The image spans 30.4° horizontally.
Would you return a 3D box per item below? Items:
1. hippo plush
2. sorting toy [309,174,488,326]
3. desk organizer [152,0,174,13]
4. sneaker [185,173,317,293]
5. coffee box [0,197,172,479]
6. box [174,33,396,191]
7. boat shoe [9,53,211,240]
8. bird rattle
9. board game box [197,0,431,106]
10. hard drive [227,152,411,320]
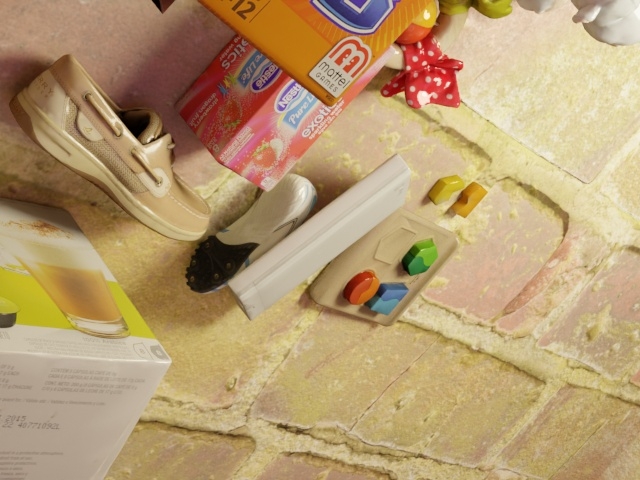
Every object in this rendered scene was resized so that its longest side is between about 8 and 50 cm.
[{"bbox_3d":[0.387,-0.401,1.601,0.234,0.236,0.294,-42,142,3],"label":"hippo plush"},{"bbox_3d":[0.146,0.014,1.972,0.307,0.041,0.229,-50,141,13],"label":"sorting toy"},{"bbox_3d":[-0.196,-0.310,1.298,0.050,0.130,0.047,-45,142,10],"label":"desk organizer"},{"bbox_3d":[-0.097,-0.001,1.726,0.237,0.085,0.086,-42,150,8],"label":"sneaker"},{"bbox_3d":[-0.449,0.156,1.385,0.337,0.334,0.338,12,117,-44],"label":"coffee box"},{"bbox_3d":[-0.047,-0.209,1.523,0.257,0.128,0.122,-47,142,10],"label":"box"},{"bbox_3d":[-0.232,-0.107,1.477,0.110,0.121,0.341,-44,141,6],"label":"boat shoe"},{"bbox_3d":[0.137,-0.304,1.625,0.207,0.143,0.253,13,132,-33],"label":"bird rattle"},{"bbox_3d":[-0.052,-0.422,1.121,0.356,0.356,0.356,-47,142,9],"label":"board game box"},{"bbox_3d":[0.000,0.000,1.764,0.307,0.040,0.203,-37,170,-7],"label":"hard drive"}]
